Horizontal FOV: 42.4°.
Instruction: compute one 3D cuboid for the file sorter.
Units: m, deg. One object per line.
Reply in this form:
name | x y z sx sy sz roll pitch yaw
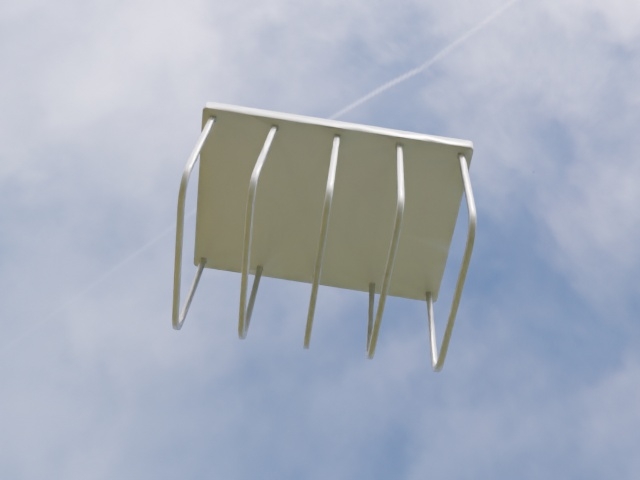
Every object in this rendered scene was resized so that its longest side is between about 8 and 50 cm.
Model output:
file sorter | 0.000 0.000 0.821 0.278 0.173 0.192 9 -60 1
